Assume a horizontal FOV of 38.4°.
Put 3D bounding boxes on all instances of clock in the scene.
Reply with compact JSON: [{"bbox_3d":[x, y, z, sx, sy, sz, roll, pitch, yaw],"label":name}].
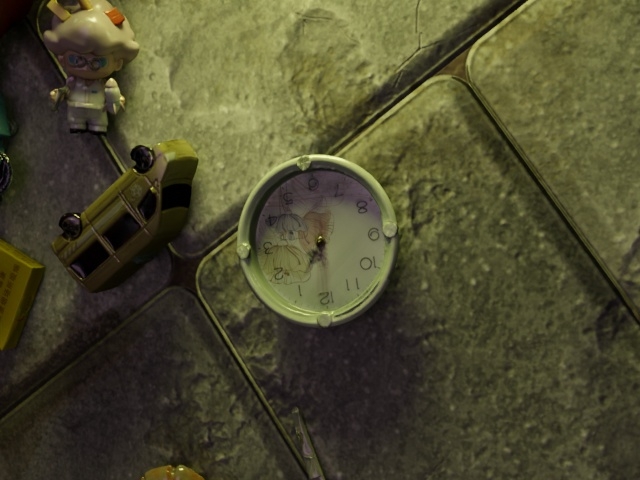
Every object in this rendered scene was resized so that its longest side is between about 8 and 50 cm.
[{"bbox_3d":[0.000,0.000,1.259,0.237,0.053,0.236,0,91,20],"label":"clock"}]

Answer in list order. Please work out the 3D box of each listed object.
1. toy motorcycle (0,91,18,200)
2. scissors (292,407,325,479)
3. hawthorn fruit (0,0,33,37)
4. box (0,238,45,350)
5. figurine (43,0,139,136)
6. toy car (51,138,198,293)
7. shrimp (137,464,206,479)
[{"bbox_3d":[-0.585,-0.176,1.465,0.182,0.123,0.272,-13,86,12],"label":"toy motorcycle"},{"bbox_3d":[-0.004,0.337,1.288,0.110,0.021,0.212,-21,84,20],"label":"scissors"},{"bbox_3d":[-0.520,-0.399,1.402,0.169,0.169,0.188,48,119,14],"label":"hawthorn fruit"},{"bbox_3d":[-0.587,0.049,1.514,0.279,0.041,0.153,28,103,19],"label":"box"},{"bbox_3d":[-0.340,-0.271,1.368,0.138,0.112,0.228,3,100,-5],"label":"figurine"},{"bbox_3d":[-0.270,-0.035,1.346,0.257,0.101,0.124,-39,82,20],"label":"toy car"},{"bbox_3d":[-0.268,0.461,1.381,0.154,0.062,0.294,46,106,9],"label":"shrimp"}]
